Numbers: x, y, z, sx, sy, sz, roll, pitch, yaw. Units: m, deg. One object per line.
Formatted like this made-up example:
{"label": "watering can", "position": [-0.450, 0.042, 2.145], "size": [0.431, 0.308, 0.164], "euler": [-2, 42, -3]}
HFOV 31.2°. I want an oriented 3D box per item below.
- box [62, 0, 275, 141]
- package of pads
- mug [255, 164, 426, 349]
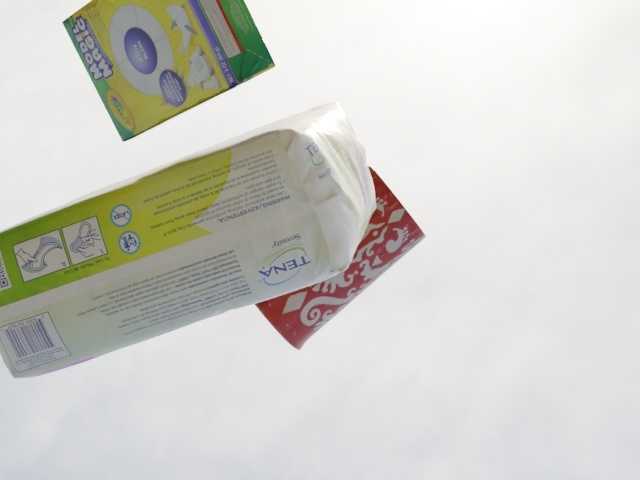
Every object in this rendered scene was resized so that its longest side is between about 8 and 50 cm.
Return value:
{"label": "box", "position": [-0.119, -0.139, 0.825], "size": [0.043, 0.105, 0.179], "euler": [-33, -170, -38]}
{"label": "package of pads", "position": [-0.079, -0.011, 0.799], "size": [0.229, 0.101, 0.296], "euler": [-19, -173, 10]}
{"label": "mug", "position": [0.006, 0.008, 1.113], "size": [0.169, 0.150, 0.113], "euler": [-38, -114, 3]}
